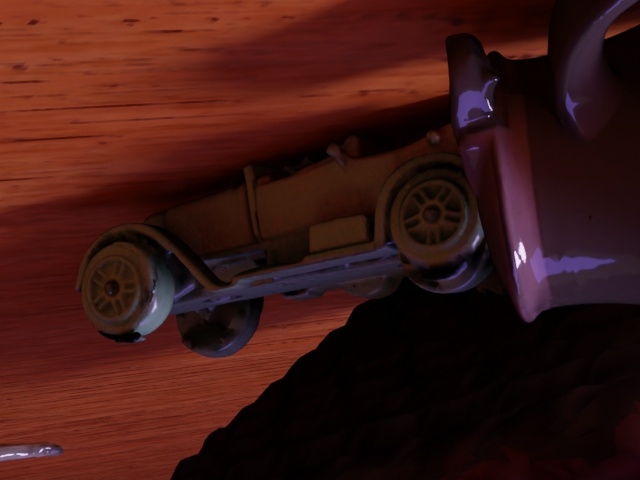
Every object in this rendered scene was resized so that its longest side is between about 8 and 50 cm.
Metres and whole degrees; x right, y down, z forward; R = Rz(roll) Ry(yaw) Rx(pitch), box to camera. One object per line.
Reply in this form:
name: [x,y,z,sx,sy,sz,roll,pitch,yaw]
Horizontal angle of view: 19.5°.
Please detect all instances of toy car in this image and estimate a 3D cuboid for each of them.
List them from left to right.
toy car: [0.000,0.000,0.559,0.143,0.054,0.073,-11,170,26]

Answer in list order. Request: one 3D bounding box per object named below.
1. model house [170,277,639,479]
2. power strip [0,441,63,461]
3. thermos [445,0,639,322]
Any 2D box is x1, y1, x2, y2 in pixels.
model house: [0.128,0.107,0.650,0.339,0.297,0.360,-1,167,-35]
power strip: [-0.235,0.133,1.102,0.175,0.042,0.075,-6,168,-30]
thermos: [0.126,-0.034,0.418,0.193,0.105,0.137,-6,146,10]
